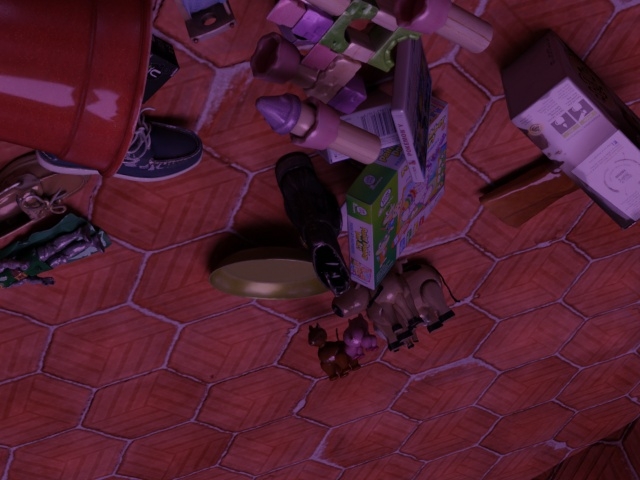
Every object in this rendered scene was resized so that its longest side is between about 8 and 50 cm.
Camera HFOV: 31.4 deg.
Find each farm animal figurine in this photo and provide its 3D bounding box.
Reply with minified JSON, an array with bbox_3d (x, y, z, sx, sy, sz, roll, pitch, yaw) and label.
[{"bbox_3d":[0.122,0.120,2.212,0.326,0.172,0.330,-17,164,-38],"label":"farm animal figurine"}]

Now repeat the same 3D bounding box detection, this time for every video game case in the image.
[{"bbox_3d":[0.140,-0.221,1.738,0.023,0.201,0.183,-2,148,15],"label":"video game case"}]

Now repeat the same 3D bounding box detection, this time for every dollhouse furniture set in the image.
[{"bbox_3d":[-0.115,-0.369,1.464,0.183,0.129,0.129,-22,145,3],"label":"dollhouse furniture set"}]

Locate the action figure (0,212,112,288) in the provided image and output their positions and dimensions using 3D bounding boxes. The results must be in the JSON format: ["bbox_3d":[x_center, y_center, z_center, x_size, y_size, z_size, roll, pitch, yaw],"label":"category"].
[{"bbox_3d":[-0.477,0.036,1.896,0.232,0.064,0.137,-23,148,11],"label":"action figure"}]

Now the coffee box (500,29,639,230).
[{"bbox_3d":[0.440,-0.179,1.871,0.297,0.168,0.119,39,118,-23],"label":"coffee box"}]

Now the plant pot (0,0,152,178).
[{"bbox_3d":[-0.376,-0.232,1.428,0.265,0.272,0.272,8,137,-22],"label":"plant pot"}]

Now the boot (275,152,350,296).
[{"bbox_3d":[0.000,0.000,1.931,0.091,0.229,0.263,-24,145,5],"label":"boot"}]

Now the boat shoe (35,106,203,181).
[{"bbox_3d":[-0.296,-0.149,1.707,0.254,0.095,0.079,4,151,-17],"label":"boat shoe"}]

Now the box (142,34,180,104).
[{"bbox_3d":[-0.254,-0.247,1.626,0.083,0.052,0.062,-40,140,24],"label":"box"}]

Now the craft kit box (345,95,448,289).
[{"bbox_3d":[0.131,-0.080,1.919,0.250,0.061,0.247,-53,154,-27],"label":"craft kit box"}]

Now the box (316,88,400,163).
[{"bbox_3d":[0.054,-0.180,1.787,0.126,0.137,0.072,-16,107,-6],"label":"box"}]

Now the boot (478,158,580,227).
[{"bbox_3d":[0.416,-0.143,2.103,0.280,0.096,0.264,-27,153,22],"label":"boot"}]

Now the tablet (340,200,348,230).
[{"bbox_3d":[0.052,-0.046,2.091,0.054,0.006,0.083,6,138,-33],"label":"tablet"}]

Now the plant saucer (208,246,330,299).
[{"bbox_3d":[-0.083,0.057,2.078,0.240,0.037,0.241,0,161,0],"label":"plant saucer"}]

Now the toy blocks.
[{"bbox_3d":[0.008,-0.309,1.468,0.260,0.309,0.288,19,130,-34],"label":"toy blocks"}]

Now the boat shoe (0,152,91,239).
[{"bbox_3d":[-0.475,-0.047,1.752,0.285,0.089,0.104,-26,144,7],"label":"boat shoe"}]
